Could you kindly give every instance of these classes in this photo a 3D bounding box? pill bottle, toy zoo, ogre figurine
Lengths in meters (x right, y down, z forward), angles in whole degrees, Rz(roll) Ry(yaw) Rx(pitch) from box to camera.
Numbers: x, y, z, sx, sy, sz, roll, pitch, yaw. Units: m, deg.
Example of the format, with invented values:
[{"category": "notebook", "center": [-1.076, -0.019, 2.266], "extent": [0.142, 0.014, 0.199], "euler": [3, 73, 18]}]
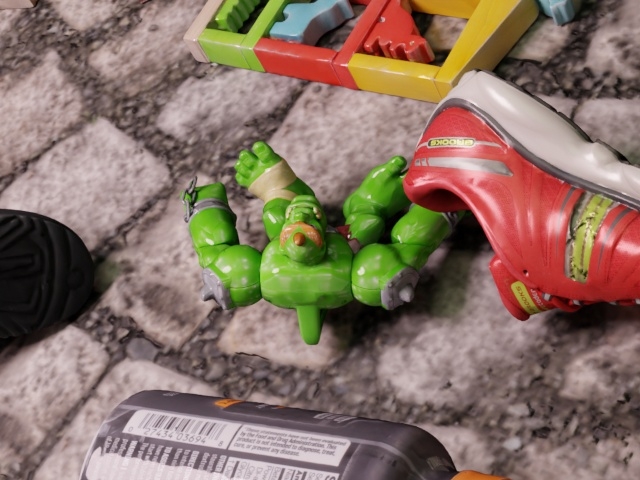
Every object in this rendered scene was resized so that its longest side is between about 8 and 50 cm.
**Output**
[{"category": "pill bottle", "center": [-0.007, 0.162, 0.974], "extent": [0.246, 0.130, 0.130], "euler": [5, 57, 29]}, {"category": "toy zoo", "center": [0.059, -0.196, 1.296], "extent": [0.293, 0.030, 0.192], "euler": [14, 61, 34]}, {"category": "ogre figurine", "center": [0.000, 0.000, 1.130], "extent": [0.197, 0.097, 0.118], "euler": [14, 41, -4]}]

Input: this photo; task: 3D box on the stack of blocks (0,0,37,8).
[{"category": "stack of blocks", "center": [-0.370, -0.296, 1.548], "extent": [0.297, 0.087, 0.171], "euler": [1, 55, 27]}]

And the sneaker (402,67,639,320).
[{"category": "sneaker", "center": [0.166, 0.008, 1.038], "extent": [0.279, 0.107, 0.118], "euler": [38, 95, 31]}]

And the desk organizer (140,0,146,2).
[{"category": "desk organizer", "center": [-0.151, -0.266, 1.442], "extent": [0.047, 0.050, 0.130], "euler": [-24, 47, 8]}]

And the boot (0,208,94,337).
[{"category": "boot", "center": [-0.308, -0.001, 1.267], "extent": [0.247, 0.094, 0.207], "euler": [-7, 22, -17]}]
